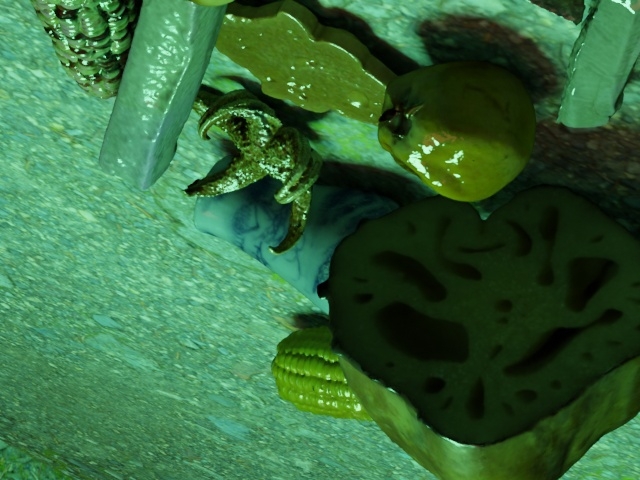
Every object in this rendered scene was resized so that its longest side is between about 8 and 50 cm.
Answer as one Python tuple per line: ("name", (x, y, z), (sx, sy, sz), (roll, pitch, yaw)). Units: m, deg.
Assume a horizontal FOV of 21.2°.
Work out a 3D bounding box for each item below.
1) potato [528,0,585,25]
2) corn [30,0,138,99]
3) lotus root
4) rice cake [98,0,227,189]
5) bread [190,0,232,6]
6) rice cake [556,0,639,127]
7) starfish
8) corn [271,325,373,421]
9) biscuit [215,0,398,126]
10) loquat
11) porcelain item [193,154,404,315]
("potato", (0.156, -0.195, 1.257), (0.093, 0.037, 0.036), (25, -162, 4))
("corn", (-0.202, -0.208, 1.494), (0.092, 0.092, 0.280), (18, 163, 8))
("lotus root", (0.166, 0.094, 1.593), (0.316, 0.316, 0.250), (13, 151, 19))
("rice cake", (-0.139, -0.152, 1.498), (0.064, 0.070, 0.399), (35, 152, 3))
("bread", (-0.153, -0.288, 1.158), (0.311, 0.121, 0.173), (42, 173, -28))
("rice cake", (0.219, -0.153, 1.274), (0.055, 0.049, 0.270), (15, 158, 6))
("starfish", (-0.080, -0.082, 1.664), (0.190, 0.074, 0.146), (40, 147, 9))
("corn", (0.088, 0.167, 2.088), (0.363, 0.120, 0.120), (1, 152, 39))
("biscuit", (-0.005, -0.155, 1.496), (0.250, 0.035, 0.162), (28, 162, -7))
("loquat", (0.112, -0.093, 1.425), (0.137, 0.113, 0.137), (10, 167, 2))
("porcelain item", (0.000, 0.000, 1.750), (0.259, 0.141, 0.141), (23, 160, 17))
